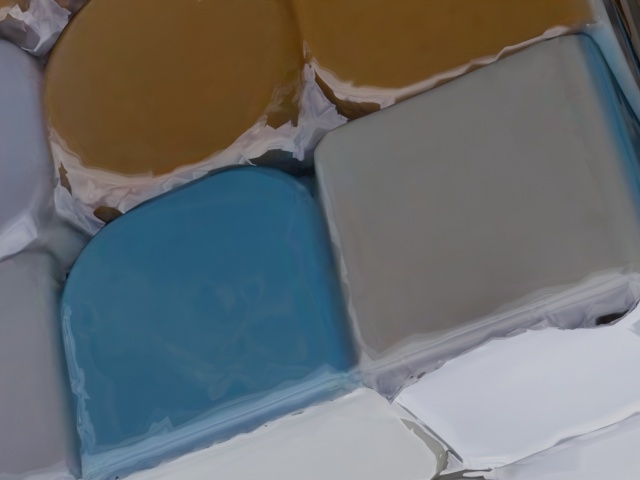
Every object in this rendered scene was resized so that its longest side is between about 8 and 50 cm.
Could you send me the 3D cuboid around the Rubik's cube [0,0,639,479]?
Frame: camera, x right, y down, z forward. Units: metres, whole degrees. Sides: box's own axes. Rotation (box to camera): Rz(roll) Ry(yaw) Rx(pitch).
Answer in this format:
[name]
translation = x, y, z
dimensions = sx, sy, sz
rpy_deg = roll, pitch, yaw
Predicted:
[Rubik's cube]
translation = 0.000, 0.000, 0.862
dimensions = 0.347, 0.344, 0.346
rpy_deg = -20, 148, 14
